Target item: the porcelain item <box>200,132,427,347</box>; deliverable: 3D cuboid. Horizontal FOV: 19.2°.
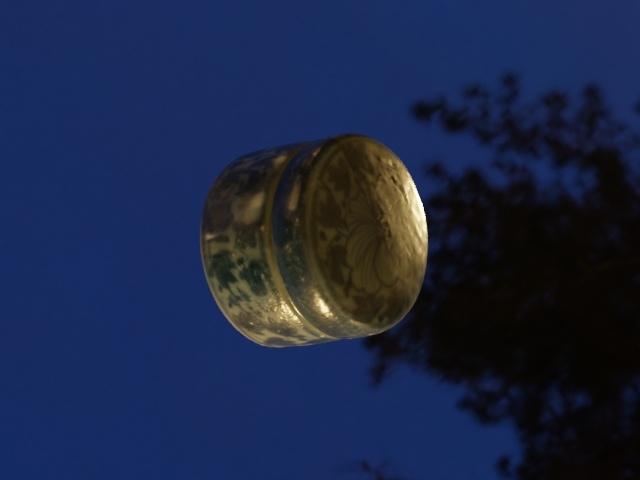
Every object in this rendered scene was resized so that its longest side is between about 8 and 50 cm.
[{"bbox_3d":[0.000,0.000,1.350,0.147,0.114,0.147,15,-110,-49],"label":"porcelain item"}]
